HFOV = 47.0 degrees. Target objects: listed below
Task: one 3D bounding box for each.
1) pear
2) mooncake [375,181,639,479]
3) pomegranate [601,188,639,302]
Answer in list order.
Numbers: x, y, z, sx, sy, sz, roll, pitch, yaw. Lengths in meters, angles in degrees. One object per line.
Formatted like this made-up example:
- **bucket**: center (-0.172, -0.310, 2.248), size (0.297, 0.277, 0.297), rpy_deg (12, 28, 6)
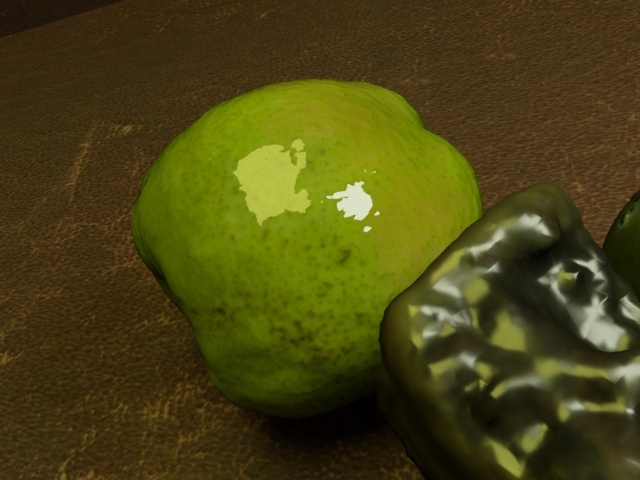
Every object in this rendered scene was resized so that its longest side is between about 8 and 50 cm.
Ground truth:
- **pear**: center (0.000, 0.000, 0.827), size (0.391, 0.391, 0.391), rpy_deg (-10, 41, 9)
- **mooncake**: center (0.238, 0.154, 0.534), size (0.246, 0.393, 0.394), rpy_deg (-37, 7, -19)
- **pomegranate**: center (0.412, 0.048, 0.657), size (0.290, 0.291, 0.323), rpy_deg (-15, 19, 4)
